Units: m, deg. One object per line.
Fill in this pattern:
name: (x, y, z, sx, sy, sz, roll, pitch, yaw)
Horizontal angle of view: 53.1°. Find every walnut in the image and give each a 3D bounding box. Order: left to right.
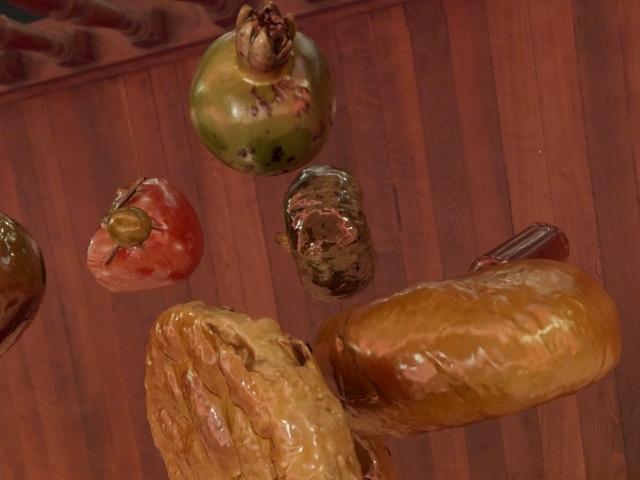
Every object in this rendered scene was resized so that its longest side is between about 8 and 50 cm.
walnut: (0.032, 0.356, 1.098, 0.245, 0.137, 0.137, 37, 108, 22)

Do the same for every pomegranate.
pomegranate: (-0.600, 0.061, 0.991, 0.323, 0.291, 0.291, 31, 107, -5)
pomegranate: (-0.066, -0.183, 0.739, 0.179, 0.179, 0.211, 15, 129, 16)

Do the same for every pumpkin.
pumpkin: (0.000, 0.000, 1.447, 0.242, 0.232, 0.325, -15, 99, 14)

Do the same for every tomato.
tomato: (-0.361, 0.012, 1.466, 0.170, 0.309, 0.309, 18, 103, 33)

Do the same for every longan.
longan: (-0.302, -0.015, 1.024, 0.075, 0.075, 0.083, -28, 90, 20)

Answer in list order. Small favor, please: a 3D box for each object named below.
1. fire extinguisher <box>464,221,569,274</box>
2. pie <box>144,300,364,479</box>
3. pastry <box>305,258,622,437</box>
fire extinguisher: (0.326, 0.052, 1.078, 0.104, 0.269, 0.105, 19, 119, 38)
pie: (-0.074, 0.206, 0.614, 0.339, 0.083, 0.340, 28, 128, 44)
pastry: (0.155, 0.121, 0.724, 0.355, 0.356, 0.164, -18, 74, 20)
